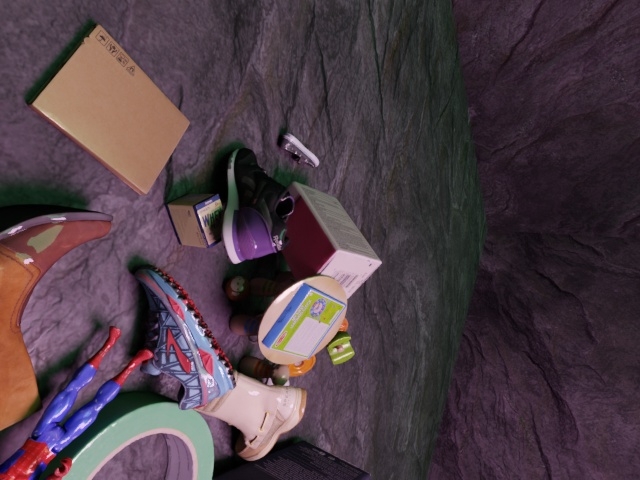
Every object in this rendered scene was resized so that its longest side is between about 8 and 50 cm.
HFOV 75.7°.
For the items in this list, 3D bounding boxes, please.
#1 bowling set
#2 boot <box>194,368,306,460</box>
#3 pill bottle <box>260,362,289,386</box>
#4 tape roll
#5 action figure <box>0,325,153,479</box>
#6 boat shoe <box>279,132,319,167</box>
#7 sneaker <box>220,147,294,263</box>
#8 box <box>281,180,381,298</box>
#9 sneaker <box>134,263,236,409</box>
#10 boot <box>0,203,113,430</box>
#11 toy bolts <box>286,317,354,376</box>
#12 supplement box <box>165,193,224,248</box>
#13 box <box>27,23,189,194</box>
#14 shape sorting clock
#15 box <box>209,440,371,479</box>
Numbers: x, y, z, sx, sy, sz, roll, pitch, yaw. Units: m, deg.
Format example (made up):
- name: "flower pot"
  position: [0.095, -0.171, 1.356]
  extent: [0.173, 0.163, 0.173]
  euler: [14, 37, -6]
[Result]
- name: "bowling set"
  position: [-0.107, 0.161, 0.886]
  extent: [0.200, 0.154, 0.287]
  euler: [47, 55, -50]
- name: "boot"
  position: [-0.174, 0.356, 0.847]
  extent: [0.203, 0.262, 0.095]
  euler: [25, 38, -18]
- name: "pill bottle"
  position: [-0.111, 0.368, 0.978]
  extent: [0.078, 0.078, 0.137]
  euler: [-19, 110, -55]
- name: "tape roll"
  position: [-0.318, 0.416, 0.664]
  extent: [0.321, 0.077, 0.321]
  euler: [-13, 105, -57]
- name: "action figure"
  position: [-0.333, 0.236, 0.518]
  extent: [0.091, 0.139, 0.280]
  euler: [39, 56, -10]
- name: "boat shoe"
  position: [-0.055, -0.215, 1.024]
  extent: [0.142, 0.049, 0.040]
  euler: [34, 85, -52]
- name: "sneaker"
  position: [-0.110, -0.078, 0.793]
  extent: [0.107, 0.124, 0.283]
  euler: [76, 5, -50]
- name: "box"
  position: [0.000, 0.000, 0.920]
  extent: [0.149, 0.232, 0.127]
  euler: [16, 122, -43]
- name: "sneaker"
  position: [-0.249, 0.165, 0.680]
  extent: [0.125, 0.104, 0.262]
  euler: [-31, 95, -18]
- name: "boot"
  position: [-0.376, 0.102, 0.521]
  extent: [0.264, 0.096, 0.280]
  euler: [-35, 130, -65]
- name: "toy bolts"
  position: [-0.034, 0.213, 1.074]
  extent: [0.218, 0.158, 0.228]
  euler: [-19, 130, -12]
- name: "supplement box"
  position: [-0.221, -0.037, 0.745]
  extent: [0.056, 0.083, 0.083]
  euler: [-41, 127, -47]
- name: "box"
  position: [-0.311, -0.195, 0.641]
  extent: [0.201, 0.021, 0.164]
  euler: [50, 53, -48]
- name: "shape sorting clock"
  position: [-0.033, 0.160, 0.827]
  extent: [0.206, 0.040, 0.206]
  euler: [-22, 129, -29]
- name: "box"
  position: [-0.082, 0.654, 0.889]
  extent: [0.395, 0.212, 0.293]
  euler: [29, 75, -61]
